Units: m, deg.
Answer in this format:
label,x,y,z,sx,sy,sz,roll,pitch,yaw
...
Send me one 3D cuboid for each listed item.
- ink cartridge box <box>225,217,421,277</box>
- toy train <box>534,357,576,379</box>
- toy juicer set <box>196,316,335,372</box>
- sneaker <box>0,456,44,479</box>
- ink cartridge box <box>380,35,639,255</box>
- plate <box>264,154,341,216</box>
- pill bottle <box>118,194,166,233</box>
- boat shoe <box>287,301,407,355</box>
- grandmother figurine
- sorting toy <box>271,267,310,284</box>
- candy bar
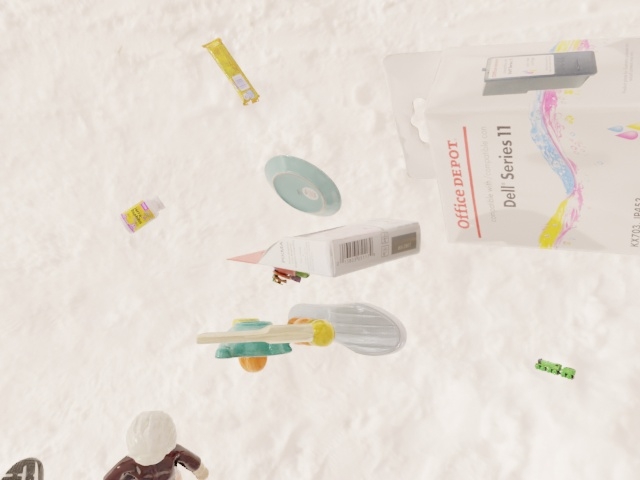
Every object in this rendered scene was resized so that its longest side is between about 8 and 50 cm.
label,x,y,z,sx,sy,sz,roll,pitch,yaw
ink cartridge box,0.000,0.000,0.966,0.189,0.232,0.066,-13,108,-44
toy train,0.450,0.246,1.257,0.017,0.083,0.024,17,87,-42
toy juicer set,-0.079,0.185,1.141,0.209,0.329,0.089,-1,86,2
sneaker,-0.260,0.247,0.574,0.040,0.044,0.109,-1,73,23
ink cartridge box,0.234,-0.094,0.696,0.353,0.207,0.119,4,50,24
plate,-0.043,-0.108,1.410,0.188,0.188,0.024,37,60,-10
pill bottle,-0.334,-0.051,1.231,0.083,0.043,0.043,-36,96,-9
boat shoe,0.066,0.179,1.422,0.094,0.302,0.109,1,95,-51
grandmother figurine,-0.322,0.447,1.258,0.208,0.342,0.104,-14,46,-27
sorting toy,-0.066,0.068,1.258,0.061,0.102,0.042,24,92,30
candy bar,-0.167,-0.317,1.225,0.040,0.018,0.161,-29,74,-19
